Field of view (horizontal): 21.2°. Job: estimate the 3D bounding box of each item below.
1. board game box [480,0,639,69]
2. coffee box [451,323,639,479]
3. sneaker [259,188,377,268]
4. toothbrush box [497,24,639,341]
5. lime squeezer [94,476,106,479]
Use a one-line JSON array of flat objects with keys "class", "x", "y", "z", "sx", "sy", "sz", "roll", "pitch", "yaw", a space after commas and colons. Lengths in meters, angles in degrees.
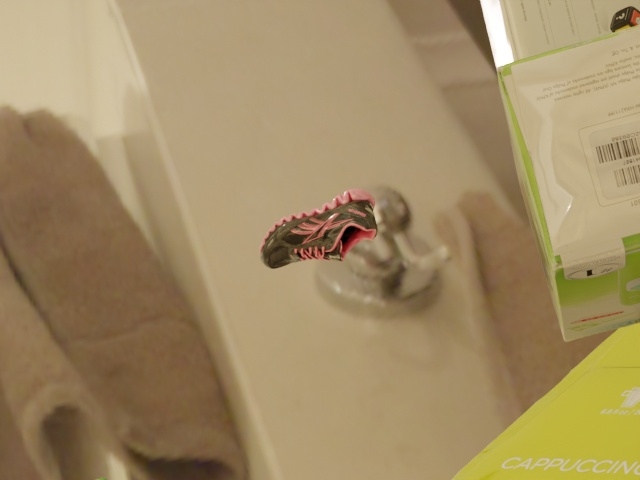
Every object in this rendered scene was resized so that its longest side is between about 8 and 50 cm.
[{"class": "board game box", "x": 0.197, "y": -0.227, "z": 1.188, "sx": 0.193, "sy": 0.305, "sz": 0.053, "roll": -7, "pitch": -20, "yaw": -9}, {"class": "coffee box", "x": 0.351, "y": 0.251, "z": 1.297, "sx": 0.338, "sy": 0.337, "sz": 0.334, "roll": -34, "pitch": -70, "yaw": -37}, {"class": "sneaker", "x": 0.000, "y": 0.000, "z": 1.569, "sx": 0.119, "sy": 0.057, "sz": 0.047, "roll": -27, "pitch": -39, "yaw": 10}, {"class": "toothbrush box", "x": 0.225, "y": -0.039, "z": 1.019, "sx": 0.206, "sy": 0.122, "sz": 0.283, "roll": -15, "pitch": -12, "yaw": 5}, {"class": "lime squeezer", "x": -0.034, "y": 0.255, "z": 0.934, "sx": 0.110, "sy": 0.310, "sz": 0.059, "roll": -54, "pitch": -14, "yaw": -12}]
